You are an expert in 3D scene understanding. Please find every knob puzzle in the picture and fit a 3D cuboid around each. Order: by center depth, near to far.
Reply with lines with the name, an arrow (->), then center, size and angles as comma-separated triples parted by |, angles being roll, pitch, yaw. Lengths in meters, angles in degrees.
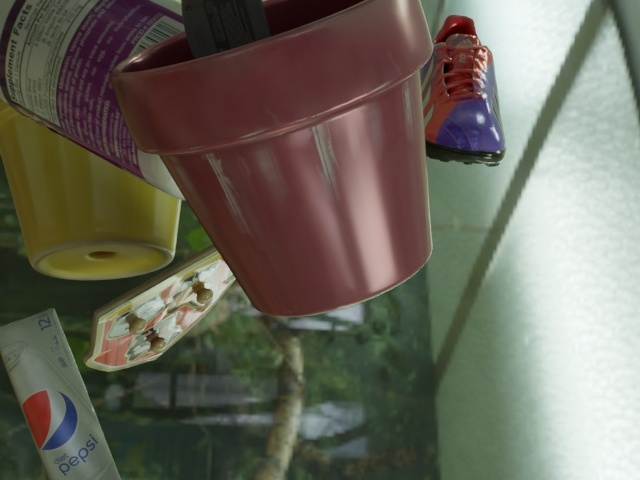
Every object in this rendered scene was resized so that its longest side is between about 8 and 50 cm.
knob puzzle -> -0.164, 0.088, 1.182 | 0.030, 0.213, 0.213 | 50, -23, 17

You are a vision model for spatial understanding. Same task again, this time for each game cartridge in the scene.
game cartridge -> -0.063, -0.143, 0.749 | 0.017, 0.056, 0.083 | -104, 179, -50

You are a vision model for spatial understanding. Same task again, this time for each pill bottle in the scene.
pill bottle -> -0.200, -0.170, 1.026 | 0.169, 0.301, 0.169 | -48, 155, -31

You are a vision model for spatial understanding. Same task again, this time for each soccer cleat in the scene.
soccer cleat -> 0.157, -0.174, 1.276 | 0.318, 0.109, 0.116 | -84, -175, -67

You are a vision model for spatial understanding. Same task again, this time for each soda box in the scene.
soda box -> -0.371, 0.246, 1.574 | 0.286, 0.091, 0.098 | 68, -19, 4

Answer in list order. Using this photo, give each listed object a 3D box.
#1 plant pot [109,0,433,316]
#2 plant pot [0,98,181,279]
plant pot -> -0.013, -0.058, 0.720 | 0.201, 0.201, 0.180 | -107, 179, -72
plant pot -> -0.260, -0.088, 1.290 | 0.254, 0.254, 0.239 | 114, -29, -72
